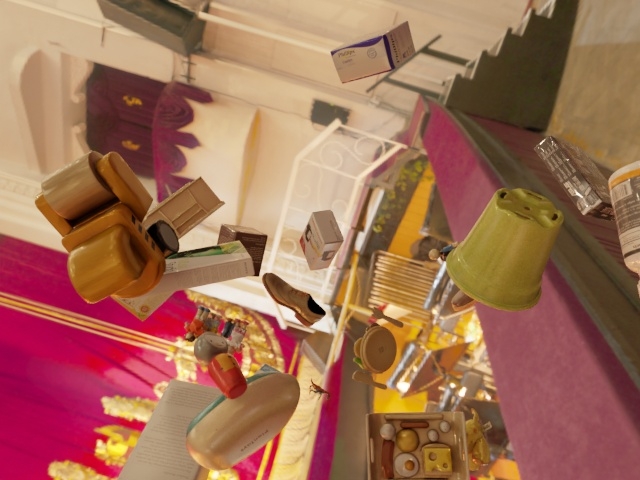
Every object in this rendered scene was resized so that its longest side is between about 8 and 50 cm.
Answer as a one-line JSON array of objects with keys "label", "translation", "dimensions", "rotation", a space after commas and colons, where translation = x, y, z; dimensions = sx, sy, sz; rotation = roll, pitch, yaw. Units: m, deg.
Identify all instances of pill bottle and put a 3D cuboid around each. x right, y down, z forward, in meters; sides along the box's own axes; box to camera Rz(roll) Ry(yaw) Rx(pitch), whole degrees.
[{"label": "pill bottle", "translation": [0.712, -0.021, 1.009], "dimensions": [0.162, 0.162, 0.278], "rotation": [104, 165, -72]}]

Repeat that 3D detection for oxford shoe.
[{"label": "oxford shoe", "translation": [0.633, 0.122, 1.922], "dimensions": [0.363, 0.133, 0.130], "rotation": [-48, 8, 5]}, {"label": "oxford shoe", "translation": [-0.115, 0.250, 2.232], "dimensions": [0.130, 0.348, 0.123], "rotation": [-33, 25, 35]}]

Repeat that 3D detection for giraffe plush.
[{"label": "giraffe plush", "translation": [0.470, 0.689, 1.667], "dimensions": [0.181, 0.170, 0.210], "rotation": [-113, 26, -51]}]

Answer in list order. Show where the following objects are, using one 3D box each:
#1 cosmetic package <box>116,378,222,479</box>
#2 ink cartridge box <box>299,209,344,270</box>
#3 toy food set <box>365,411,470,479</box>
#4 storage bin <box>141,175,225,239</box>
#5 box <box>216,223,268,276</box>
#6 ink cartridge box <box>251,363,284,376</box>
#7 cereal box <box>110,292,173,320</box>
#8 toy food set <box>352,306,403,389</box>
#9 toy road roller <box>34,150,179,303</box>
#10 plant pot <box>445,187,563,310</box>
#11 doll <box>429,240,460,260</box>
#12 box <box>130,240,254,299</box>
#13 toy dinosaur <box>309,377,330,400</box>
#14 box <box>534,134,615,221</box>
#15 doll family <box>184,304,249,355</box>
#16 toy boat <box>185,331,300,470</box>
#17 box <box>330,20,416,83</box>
[{"label": "cosmetic package", "translation": [-0.473, 0.699, 1.604], "dimensions": [0.453, 0.230, 0.161], "rotation": [-72, -9, -56]}, {"label": "ink cartridge box", "translation": [0.000, 0.000, 1.609], "dimensions": [0.175, 0.072, 0.127], "rotation": [116, 139, -53]}, {"label": "toy food set", "translation": [0.297, 0.648, 1.502], "dimensions": [0.092, 0.306, 0.219], "rotation": [60, -152, -72]}, {"label": "storage bin", "translation": [-0.492, -0.091, 1.674], "dimensions": [0.260, 0.123, 0.262], "rotation": [-41, 17, -17]}, {"label": "box", "translation": [-0.367, 0.044, 2.217], "dimensions": [0.167, 0.168, 0.203], "rotation": [23, 101, 51]}, {"label": "ink cartridge box", "translation": [-0.250, 0.692, 2.112], "dimensions": [0.233, 0.168, 0.171], "rotation": [-33, -41, -55]}, {"label": "cereal box", "translation": [-0.709, 0.195, 1.997], "dimensions": [0.240, 0.173, 0.047], "rotation": [-42, 22, 2]}, {"label": "toy food set", "translation": [0.145, 0.285, 1.280], "dimensions": [0.038, 0.132, 0.192], "rotation": [-10, 55, 57]}, {"label": "toy road roller", "translation": [-0.486, -0.013, 1.093], "dimensions": [0.329, 0.202, 0.240], "rotation": [60, -172, -24]}, {"label": "plant pot", "translation": [0.515, 0.006, 1.322], "dimensions": [0.276, 0.276, 0.254], "rotation": [-72, -5, -52]}, {"label": "doll", "translation": [0.457, 0.044, 1.616], "dimensions": [0.129, 0.189, 0.046], "rotation": [68, -153, -56]}, {"label": "box", "translation": [-0.362, 0.074, 1.358], "dimensions": [0.232, 0.322, 0.058], "rotation": [-147, 49, -69]}, {"label": "toy dinosaur", "translation": [-0.001, 0.559, 1.799], "dimensions": [0.047, 0.082, 0.090], "rotation": [-92, 10, -60]}, {"label": "box", "translation": [0.914, -0.215, 1.698], "dimensions": [0.076, 0.242, 0.307], "rotation": [-47, 53, 38]}, {"label": "doll family", "translation": [-0.375, 0.359, 1.784], "dimensions": [0.118, 0.263, 0.163], "rotation": [67, -139, -60]}, {"label": "toy boat", "translation": [-0.176, 0.323, 1.014], "dimensions": [0.267, 0.148, 0.318], "rotation": [-29, -43, -21]}, {"label": "box", "translation": [0.113, -0.394, 1.019], "dimensions": [0.137, 0.126, 0.072], "rotation": [-46, -56, -44]}]
